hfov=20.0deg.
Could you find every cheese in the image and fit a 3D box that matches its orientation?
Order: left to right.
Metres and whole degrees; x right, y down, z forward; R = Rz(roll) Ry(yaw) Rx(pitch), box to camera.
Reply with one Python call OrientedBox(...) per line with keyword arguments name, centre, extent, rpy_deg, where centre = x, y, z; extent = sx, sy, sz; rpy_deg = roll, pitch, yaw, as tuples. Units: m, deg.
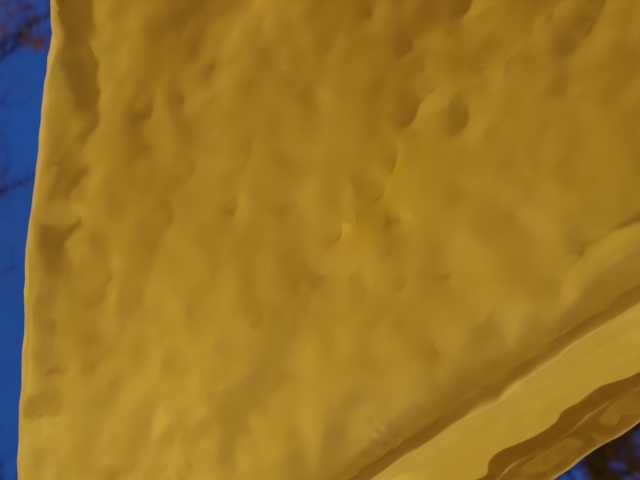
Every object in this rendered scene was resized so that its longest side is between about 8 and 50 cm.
OrientedBox(name="cheese", centre=(-0.001, -0.001, 0.730), extent=(0.384, 0.384, 0.104), rpy_deg=(-10, -18, 32))
